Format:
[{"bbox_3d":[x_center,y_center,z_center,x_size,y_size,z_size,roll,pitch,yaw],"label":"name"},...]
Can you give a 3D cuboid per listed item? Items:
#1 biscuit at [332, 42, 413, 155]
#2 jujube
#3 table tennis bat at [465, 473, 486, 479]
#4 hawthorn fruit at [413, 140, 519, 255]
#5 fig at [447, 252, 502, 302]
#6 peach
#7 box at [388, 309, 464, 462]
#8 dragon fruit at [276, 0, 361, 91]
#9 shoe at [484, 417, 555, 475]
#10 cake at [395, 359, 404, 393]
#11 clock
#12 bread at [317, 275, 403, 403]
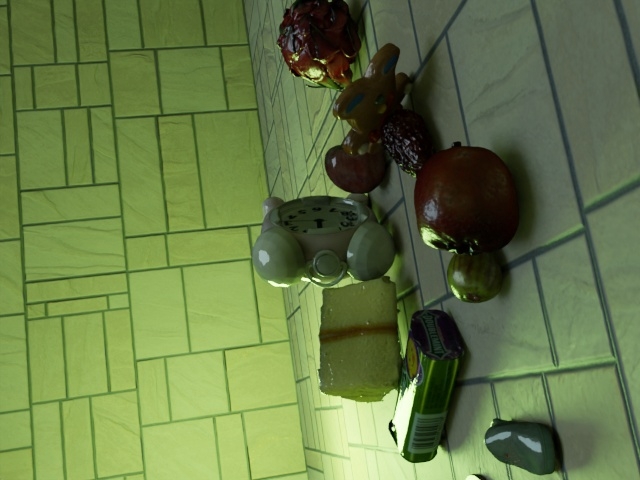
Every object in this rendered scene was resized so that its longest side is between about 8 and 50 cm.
[{"bbox_3d":[0.120,-0.263,1.465,0.049,0.205,0.324,37,171,17],"label":"biscuit"},{"bbox_3d":[0.175,-0.193,1.410,0.166,0.104,0.104,-118,24,-45],"label":"jujube"},{"bbox_3d":[0.294,0.505,1.365,0.220,0.019,0.130,159,105,-77],"label":"table tennis bat"},{"bbox_3d":[0.220,-0.072,1.097,0.169,0.169,0.188,119,155,-70],"label":"hawthorn fruit"},{"bbox_3d":[0.244,0.023,1.190,0.093,0.093,0.166,108,155,-63],"label":"fig"},{"bbox_3d":[0.087,-0.183,1.750,0.152,0.152,0.152,174,90,-78],"label":"peach"},{"bbox_3d":[0.210,0.308,1.476,0.134,0.097,0.346,-105,14,-47],"label":"box"},{"bbox_3d":[0.014,-0.496,1.859,0.293,0.233,0.234,55,179,-21],"label":"dragon fruit"},{"bbox_3d":[0.295,0.322,1.123,0.195,0.078,0.079,136,128,-80],"label":"shoe"},{"bbox_3d":[0.199,0.342,1.674,0.121,0.052,0.065,-113,26,-53],"label":"cake"},{"bbox_3d":[0.000,0.000,1.788,0.326,0.342,0.184,-107,8,-71],"label":"clock"},{"bbox_3d":[0.132,0.238,1.682,0.236,0.198,0.264,37,-130,-57],"label":"bread"}]
